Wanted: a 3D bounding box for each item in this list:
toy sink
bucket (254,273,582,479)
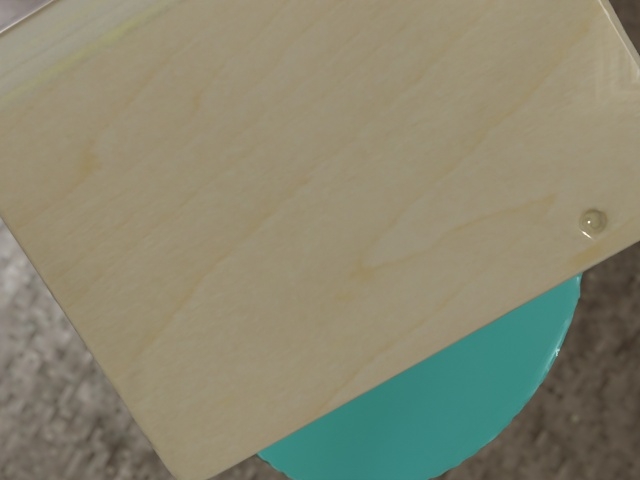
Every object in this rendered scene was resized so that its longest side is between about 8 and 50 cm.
[{"bbox_3d":[0.007,-0.049,0.551,0.153,0.131,0.234,-30,12,9],"label":"toy sink"},{"bbox_3d":[0.000,0.000,1.066,0.281,0.281,0.183,-58,35,-2],"label":"bucket"}]
